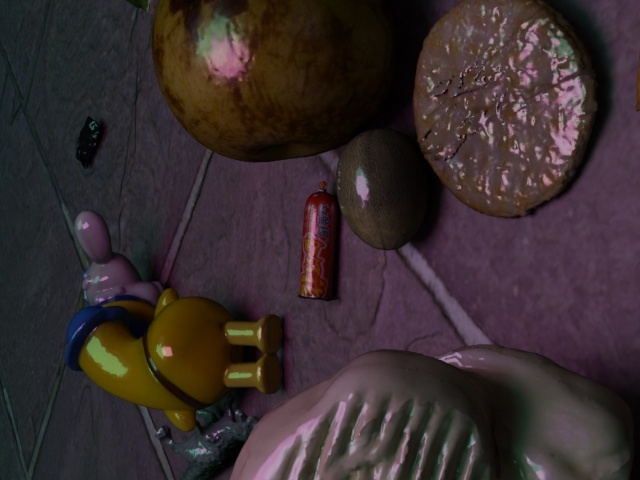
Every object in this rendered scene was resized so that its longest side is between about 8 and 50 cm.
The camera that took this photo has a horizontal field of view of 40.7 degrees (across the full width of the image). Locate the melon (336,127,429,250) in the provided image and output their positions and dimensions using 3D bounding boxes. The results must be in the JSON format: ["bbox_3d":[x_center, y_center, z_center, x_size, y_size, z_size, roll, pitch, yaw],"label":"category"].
[{"bbox_3d":[0.065,-0.055,0.910,0.098,0.098,0.130,-11,81,55],"label":"melon"}]

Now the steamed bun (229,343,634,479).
[{"bbox_3d":[0.098,0.245,0.675,0.247,0.352,0.339,-10,-82,-88],"label":"steamed bun"}]

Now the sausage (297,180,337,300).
[{"bbox_3d":[0.000,0.000,1.053,0.050,0.048,0.145,4,89,50],"label":"sausage"}]

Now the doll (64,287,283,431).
[{"bbox_3d":[-0.223,0.166,1.211,0.363,0.145,0.199,-4,80,28],"label":"doll"}]

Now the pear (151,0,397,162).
[{"bbox_3d":[-0.051,-0.221,0.947,0.284,0.284,0.283,-4,85,56],"label":"pear"}]

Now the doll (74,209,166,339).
[{"bbox_3d":[-0.317,0.099,1.408,0.242,0.160,0.310,-90,-6,-51],"label":"doll"}]

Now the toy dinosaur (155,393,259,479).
[{"bbox_3d":[-0.203,0.304,1.295,0.383,0.076,0.129,-42,72,45],"label":"toy dinosaur"}]

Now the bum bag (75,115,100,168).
[{"bbox_3d":[-0.477,-0.203,1.774,0.124,0.034,0.057,-49,59,43],"label":"bum bag"}]

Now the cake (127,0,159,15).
[{"bbox_3d":[-0.282,-0.402,1.437,0.235,0.100,0.099,8,95,55],"label":"cake"}]

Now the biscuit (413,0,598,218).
[{"bbox_3d":[0.163,-0.127,0.808,0.220,0.033,0.219,16,111,50],"label":"biscuit"}]

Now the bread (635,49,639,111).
[{"bbox_3d":[0.324,-0.243,0.480,0.237,0.165,0.375,10,95,53],"label":"bread"}]
